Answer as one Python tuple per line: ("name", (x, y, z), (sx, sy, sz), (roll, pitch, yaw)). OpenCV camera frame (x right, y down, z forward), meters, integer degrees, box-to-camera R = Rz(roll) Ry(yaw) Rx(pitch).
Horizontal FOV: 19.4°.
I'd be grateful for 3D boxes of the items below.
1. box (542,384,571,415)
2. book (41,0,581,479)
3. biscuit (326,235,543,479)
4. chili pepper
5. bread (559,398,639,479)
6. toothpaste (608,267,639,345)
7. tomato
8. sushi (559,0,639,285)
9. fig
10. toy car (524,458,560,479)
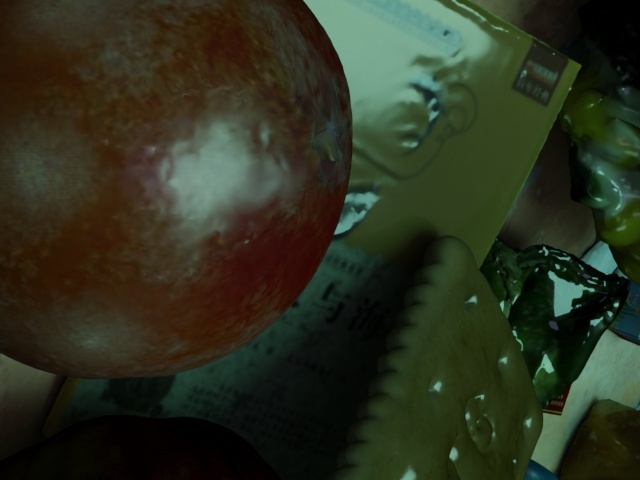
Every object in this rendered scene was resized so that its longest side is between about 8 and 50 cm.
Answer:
("box", (0.210, 0.115, 1.691), (0.051, 0.023, 0.082), (15, 95, -54))
("book", (0.000, 0.000, 1.282), (0.269, 0.032, 0.389), (22, 97, -37))
("biscuit", (0.074, 0.177, 1.263), (0.325, 0.044, 0.217), (-63, 142, -38))
("chili pepper", (0.121, 0.057, 1.497), (0.264, 0.116, 0.148), (11, 109, -52))
("bread", (0.347, 0.329, 1.761), (0.207, 0.279, 0.279), (32, 83, -50))
("toothpaste", (0.327, 0.003, 1.762), (0.070, 0.044, 0.193), (30, 83, -53))
("tomato", (-0.102, -0.051, 1.042), (0.265, 0.265, 0.265), (-26, 126, -42))
("sushi", (0.317, -0.095, 1.508), (0.328, 0.328, 0.285), (40, 105, -12))
("fig", (-0.106, 0.273, 1.151), (0.217, 0.217, 0.321), (13, 61, -53))
("toy car", (0.159, 0.306, 1.585), (0.188, 0.190, 0.255), (-33, 132, -39))
